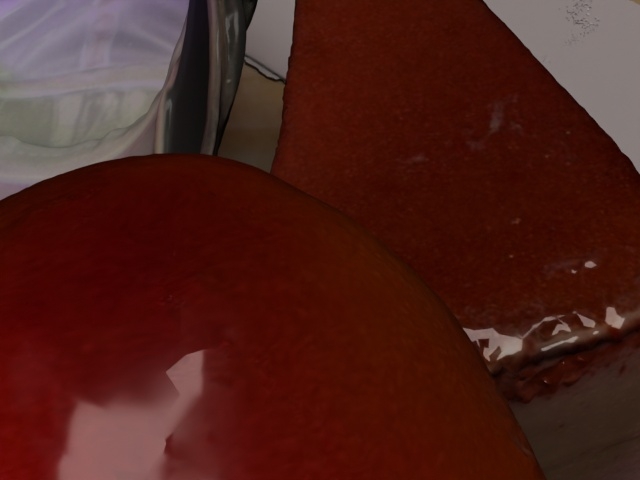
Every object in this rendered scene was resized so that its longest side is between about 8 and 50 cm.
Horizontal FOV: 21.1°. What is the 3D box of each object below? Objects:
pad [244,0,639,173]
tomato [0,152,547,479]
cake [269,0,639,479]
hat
[{"bbox_3d":[0.074,-0.090,0.808,0.232,0.004,0.156,34,57,20],"label":"pad"},{"bbox_3d":[-0.060,0.108,0.442,0.260,0.180,0.260,-3,83,31],"label":"tomato"},{"bbox_3d":[0.000,0.000,0.641,0.159,0.158,0.262,-22,55,-21],"label":"cake"},{"bbox_3d":[-0.112,-0.070,0.695,0.232,0.161,0.275,-7,73,22],"label":"hat"}]
